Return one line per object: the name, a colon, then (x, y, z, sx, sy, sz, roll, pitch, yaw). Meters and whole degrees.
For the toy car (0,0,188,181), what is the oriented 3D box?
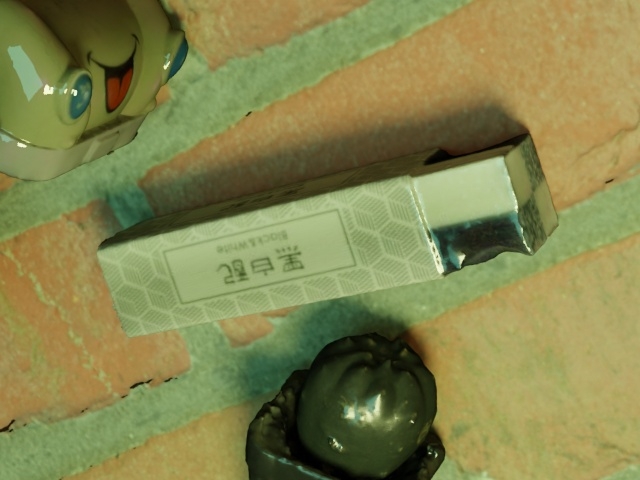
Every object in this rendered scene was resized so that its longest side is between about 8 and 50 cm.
toy car: (-0.284, -0.233, 1.545, 0.336, 0.242, 0.226, 36, 115, 9)

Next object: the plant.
plant: (0.018, 0.201, 1.627, 0.164, 0.142, 0.256, 26, 120, 14)

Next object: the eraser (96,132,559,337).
eraser: (0.000, 0.000, 1.587, 0.404, 0.096, 0.098, -13, 103, 27)
